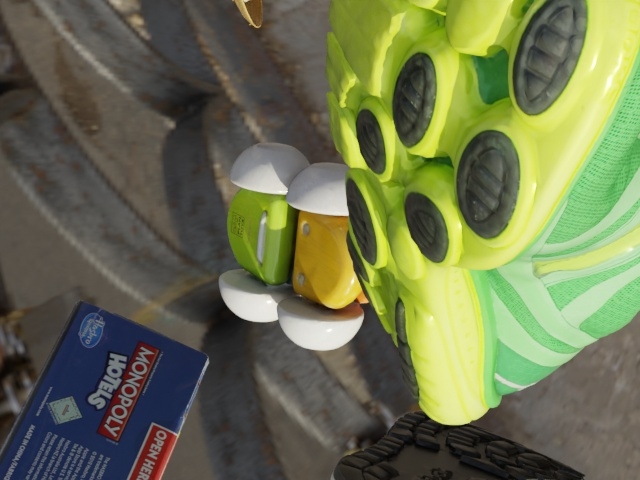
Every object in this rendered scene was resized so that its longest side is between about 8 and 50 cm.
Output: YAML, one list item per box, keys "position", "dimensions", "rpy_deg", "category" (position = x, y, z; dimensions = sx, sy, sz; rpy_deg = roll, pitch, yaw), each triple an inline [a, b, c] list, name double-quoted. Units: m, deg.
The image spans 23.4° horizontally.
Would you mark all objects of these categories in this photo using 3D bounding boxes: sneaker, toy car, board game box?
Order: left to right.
- position: [-0.124, 0.156, 0.607]
  dimensions: [0.060, 0.194, 0.194]
  rpy_deg: [24, 139, -3]
  category: "board game box"
- position: [0.000, 0.000, 1.363]
  dimensions: [0.182, 0.136, 0.159]
  rpy_deg: [21, 112, 44]
  category: "toy car"
- position: [0.058, 0.173, 0.835]
  dimensions: [0.107, 0.283, 0.124]
  rpy_deg: [21, 98, 23]
  category: "sneaker"
- position: [0.074, -0.032, 0.518]
  dimensions: [0.123, 0.295, 0.109]
  rpy_deg: [-25, 70, -9]
  category: "sneaker"

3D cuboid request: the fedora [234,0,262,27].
- position: [-0.065, -0.325, 1.666]
  dimensions: [0.079, 0.194, 0.194]
  rpy_deg: [-15, 91, 8]
  category: "fedora"
